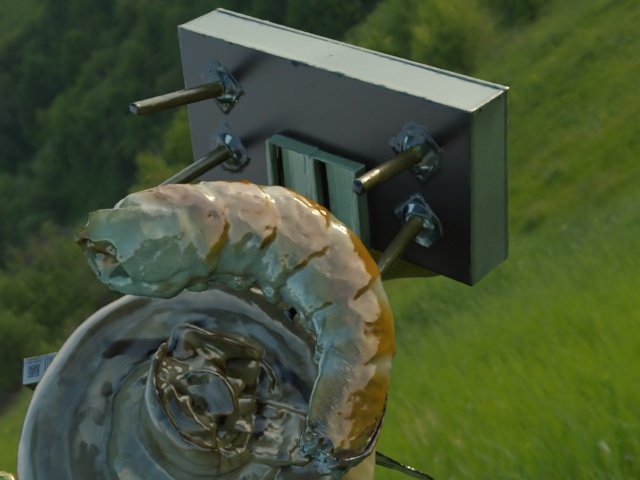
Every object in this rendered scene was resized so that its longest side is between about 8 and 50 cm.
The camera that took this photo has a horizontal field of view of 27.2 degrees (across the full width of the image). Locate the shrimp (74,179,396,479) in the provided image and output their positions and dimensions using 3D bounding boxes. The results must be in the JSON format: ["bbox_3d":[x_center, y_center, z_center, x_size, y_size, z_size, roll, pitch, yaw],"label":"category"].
[{"bbox_3d":[-0.039,0.046,0.675,0.049,0.161,0.166,126,137,-58],"label":"shrimp"}]

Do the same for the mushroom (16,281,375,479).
[{"bbox_3d":[-0.076,0.131,0.827,0.226,0.226,0.178,-46,-6,-18],"label":"mushroom"}]

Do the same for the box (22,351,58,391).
[{"bbox_3d":[-0.271,0.152,1.650,0.207,0.050,0.041,-13,62,16],"label":"box"}]

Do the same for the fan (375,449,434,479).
[{"bbox_3d":[-0.018,0.151,1.095,0.153,0.227,0.008,7,70,52],"label":"fan"}]

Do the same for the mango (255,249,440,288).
[{"bbox_3d":[-0.003,-0.005,1.358,0.289,0.146,0.129,-15,-11,-1],"label":"mango"}]

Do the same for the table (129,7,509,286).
[{"bbox_3d":[-0.011,-0.051,0.837,0.240,0.121,0.111,21,40,36],"label":"table"}]

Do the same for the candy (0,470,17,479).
[{"bbox_3d":[-0.291,0.314,1.453,0.060,0.201,0.060,-37,32,27],"label":"candy"}]
